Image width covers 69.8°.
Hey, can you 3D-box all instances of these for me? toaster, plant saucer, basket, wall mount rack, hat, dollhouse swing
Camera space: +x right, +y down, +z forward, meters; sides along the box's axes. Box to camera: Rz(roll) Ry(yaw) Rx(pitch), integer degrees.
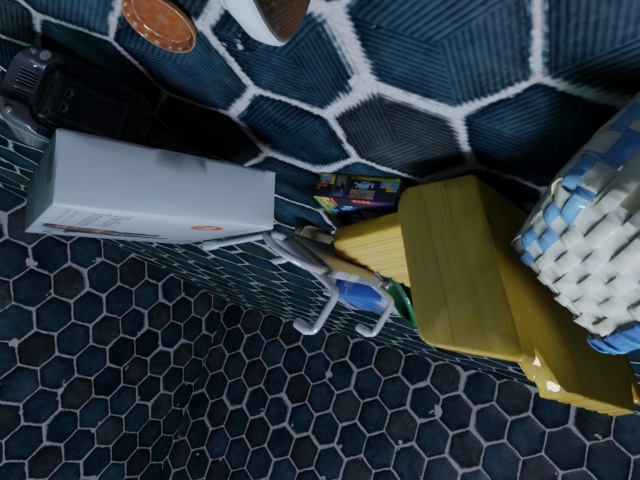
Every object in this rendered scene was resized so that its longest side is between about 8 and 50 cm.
[{"bbox_3d":[-0.361,-0.184,0.704,0.226,0.129,0.146,20,169,-30],"label":"toaster"},{"bbox_3d":[-0.176,-0.242,0.506,0.083,0.013,0.083,17,164,5],"label":"plant saucer"},{"bbox_3d":[0.335,0.021,0.392,0.289,0.201,0.255,47,172,18],"label":"basket"},{"bbox_3d":[-0.035,0.054,0.849,0.304,0.131,0.350,38,-169,34],"label":"wall mount rack"},{"bbox_3d":[0.249,0.087,1.062,0.173,0.183,0.209,55,172,53],"label":"hat"},{"bbox_3d":[0.210,0.109,0.686,0.346,0.315,0.304,24,140,-37],"label":"dollhouse swing"}]

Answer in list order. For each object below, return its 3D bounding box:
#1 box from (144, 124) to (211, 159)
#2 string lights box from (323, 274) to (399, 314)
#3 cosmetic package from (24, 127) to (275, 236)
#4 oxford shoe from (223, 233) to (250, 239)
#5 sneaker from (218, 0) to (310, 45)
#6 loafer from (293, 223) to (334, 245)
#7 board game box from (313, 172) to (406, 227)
[{"bbox_3d":[-0.260,-0.121,0.907,0.232,0.059,0.183,28,160,-30],"label":"box"},{"bbox_3d":[0.145,0.150,1.292,0.133,0.077,0.259,33,159,-37],"label":"string lights box"},{"bbox_3d":[-0.288,-0.058,0.732,0.284,0.098,0.377,3,174,-36],"label":"cosmetic package"},{"bbox_3d":[-0.249,-0.064,1.100,0.212,0.076,0.076,33,-171,-46],"label":"oxford shoe"},{"bbox_3d":[-0.084,-0.249,0.258,0.123,0.106,0.290,22,158,25],"label":"sneaker"},{"bbox_3d":[0.000,0.000,1.022,0.050,0.056,0.148,2,167,43],"label":"loafer"},{"bbox_3d":[0.089,-0.047,0.775,0.141,0.048,0.170,10,161,32],"label":"board game box"}]
